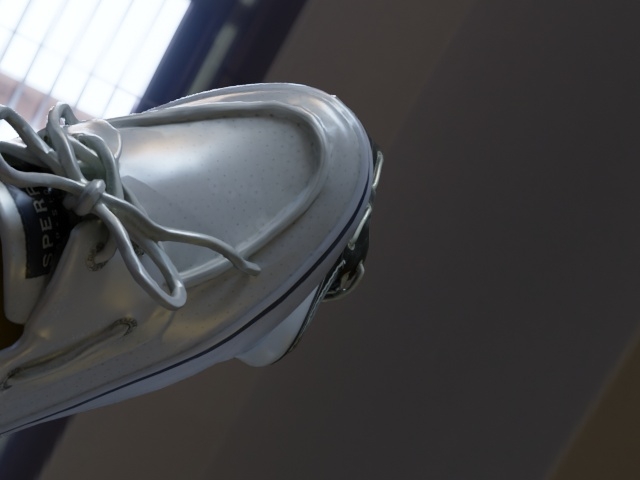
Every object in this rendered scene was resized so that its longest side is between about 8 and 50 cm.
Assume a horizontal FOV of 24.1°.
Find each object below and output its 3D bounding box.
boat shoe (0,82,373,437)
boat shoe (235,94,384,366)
[{"bbox_3d":[-0.127,0.000,0.681,0.136,0.367,0.156,61,-20,17],"label":"boat shoe"},{"bbox_3d":[0.000,0.000,0.969,0.078,0.070,0.219,-24,-145,40],"label":"boat shoe"}]
